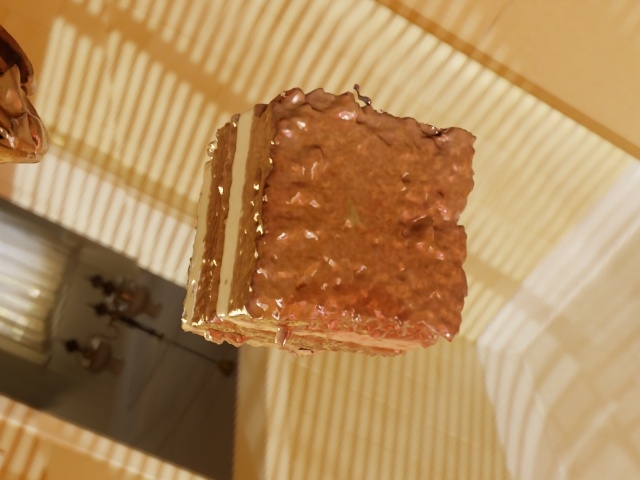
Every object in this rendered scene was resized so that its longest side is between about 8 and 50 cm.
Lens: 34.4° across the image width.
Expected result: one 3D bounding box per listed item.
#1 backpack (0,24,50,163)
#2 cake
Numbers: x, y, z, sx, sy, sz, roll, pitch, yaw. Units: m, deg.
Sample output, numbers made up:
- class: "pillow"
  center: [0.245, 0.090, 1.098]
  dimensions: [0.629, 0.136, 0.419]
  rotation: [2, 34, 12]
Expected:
- class: "backpack"
  center: [-0.433, -0.180, 0.965]
  dimensions: [0.201, 0.378, 0.353]
  rotation: [-42, 174, 9]
- class: "cake"
  center: [0.000, 0.000, 1.189]
  dimensions: [0.290, 0.255, 0.282]
  rotation: [148, -49, -64]
